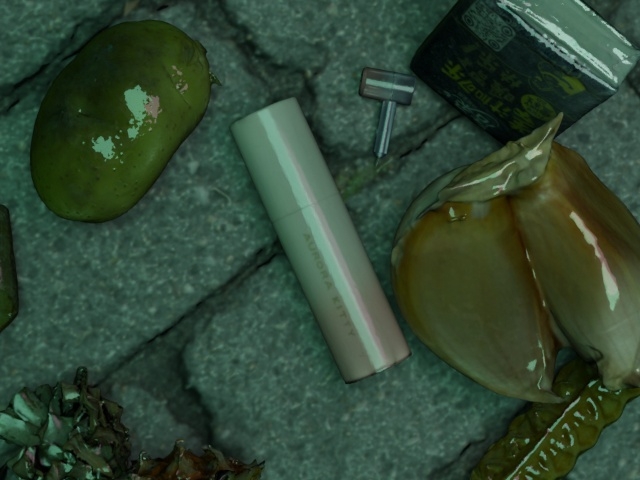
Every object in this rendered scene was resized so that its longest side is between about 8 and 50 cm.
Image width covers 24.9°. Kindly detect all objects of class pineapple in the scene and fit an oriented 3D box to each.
[{"bbox_3d":[-0.236,0.263,1.596,0.272,0.262,0.262,38,85,20],"label":"pineapple"}]

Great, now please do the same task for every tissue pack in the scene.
[{"bbox_3d":[0.218,-0.199,1.605,0.185,0.257,0.081,39,72,-3],"label":"tissue pack"}]

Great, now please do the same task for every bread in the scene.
[{"bbox_3d":[0.315,0.178,1.697,0.367,0.084,0.077,-46,137,-7],"label":"bread"}]

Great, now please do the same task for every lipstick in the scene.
[{"bbox_3d":[0.000,0.000,1.667,0.087,0.087,0.326,-25,91,-6],"label":"lipstick"}]

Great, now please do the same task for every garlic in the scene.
[{"bbox_3d":[0.243,0.033,1.624,0.286,0.249,0.313,-35,106,-15],"label":"garlic"}]

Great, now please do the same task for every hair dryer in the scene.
[{"bbox_3d":[0.071,-0.144,1.709,0.063,0.037,0.114,10,94,-3],"label":"hair dryer"}]

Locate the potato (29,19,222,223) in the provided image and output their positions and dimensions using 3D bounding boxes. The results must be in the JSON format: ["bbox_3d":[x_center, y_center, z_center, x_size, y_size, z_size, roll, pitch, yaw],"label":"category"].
[{"bbox_3d":[-0.229,-0.134,1.626,0.169,0.143,0.248,31,90,34],"label":"potato"}]

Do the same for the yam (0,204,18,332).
[{"bbox_3d":[-0.378,0.035,1.638,0.070,0.070,0.146,-5,87,-6],"label":"yam"}]
